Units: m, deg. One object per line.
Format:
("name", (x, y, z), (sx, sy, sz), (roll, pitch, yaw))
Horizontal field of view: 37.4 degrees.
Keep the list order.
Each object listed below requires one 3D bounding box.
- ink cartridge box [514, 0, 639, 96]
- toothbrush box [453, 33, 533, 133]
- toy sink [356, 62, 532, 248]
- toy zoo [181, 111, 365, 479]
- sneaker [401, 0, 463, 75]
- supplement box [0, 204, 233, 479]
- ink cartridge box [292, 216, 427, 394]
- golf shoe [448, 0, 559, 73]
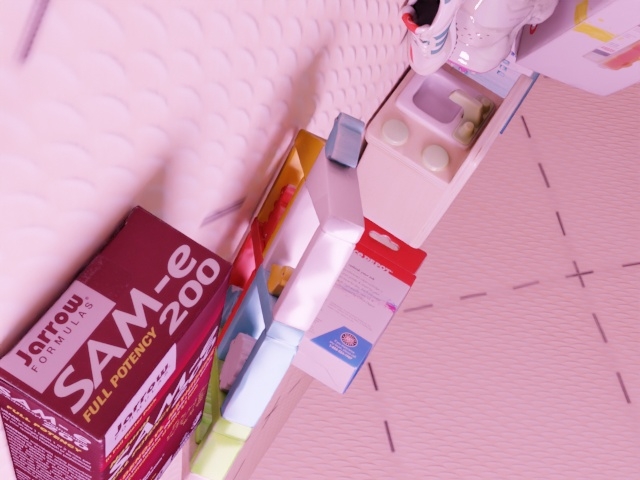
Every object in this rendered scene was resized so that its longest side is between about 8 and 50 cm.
("ink cartridge box", (0.422, -0.370, 1.165), (0.385, 0.161, 0.279), (160, -53, -72))
("toothbrush box", (0.313, -0.334, 1.491), (0.216, 0.126, 0.295), (-57, 173, -13))
("toy sink", (0.133, -0.123, 1.160), (0.152, 0.131, 0.234), (-55, 176, -26))
("toy zoo", (-0.038, 0.031, 0.756), (0.293, 0.030, 0.192), (-62, -162, 18))
("sneaker", (0.103, -0.219, 0.941), (0.075, 0.057, 0.161), (-35, 162, -29))
("supplement box", (-0.128, 0.101, 0.598), (0.130, 0.073, 0.239), (-55, 171, -33))
("ink cartridge box", (0.037, 0.079, 1.298), (0.231, 0.134, 0.078), (-52, 168, -38))
("golf shoe", (0.232, -0.320, 1.120), (0.306, 0.115, 0.140), (-54, 167, -40))
